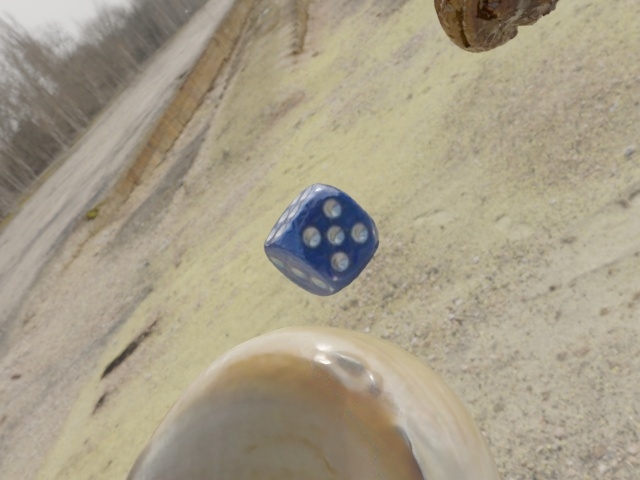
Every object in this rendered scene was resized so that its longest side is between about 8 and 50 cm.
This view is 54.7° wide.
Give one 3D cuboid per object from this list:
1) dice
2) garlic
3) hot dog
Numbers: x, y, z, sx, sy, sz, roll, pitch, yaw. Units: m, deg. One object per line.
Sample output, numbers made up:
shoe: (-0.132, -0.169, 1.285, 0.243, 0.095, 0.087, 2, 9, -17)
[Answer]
dice: (0.000, 0.000, 1.035, 0.143, 0.146, 0.146, -55, 14, -21)
garlic: (-0.003, 0.222, 0.429, 0.313, 0.286, 0.249, -23, 27, 32)
hot dog: (0.238, -0.318, 0.795, 0.160, 0.099, 0.227, -31, -5, 43)
